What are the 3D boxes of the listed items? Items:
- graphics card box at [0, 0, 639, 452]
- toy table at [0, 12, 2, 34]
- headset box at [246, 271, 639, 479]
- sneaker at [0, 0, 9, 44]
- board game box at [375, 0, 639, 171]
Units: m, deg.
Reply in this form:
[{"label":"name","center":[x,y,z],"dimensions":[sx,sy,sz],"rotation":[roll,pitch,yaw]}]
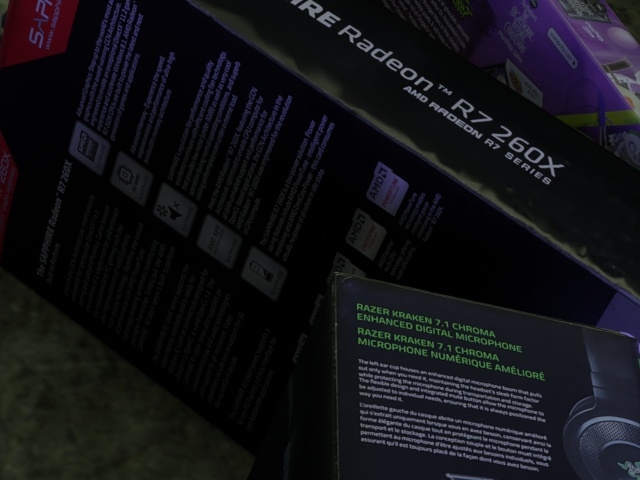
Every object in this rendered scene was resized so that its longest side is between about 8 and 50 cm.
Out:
[{"label":"graphics card box","center":[0.000,0.000,0.806],"dimensions":[0.371,0.233,0.094],"rotation":[35,41,15]},{"label":"toy table","center":[-0.318,-0.136,0.826],"dimensions":[0.274,0.252,0.161],"rotation":[17,23,6]},{"label":"headset box","center":[0.030,0.189,0.607],"dimensions":[0.131,0.246,0.283],"rotation":[12,41,-12]},{"label":"sneaker","center":[-0.224,-0.144,0.979],"dimensions":[0.296,0.112,0.131],"rotation":[21,23,-5]},{"label":"board game box","center":[0.112,-0.043,0.923],"dimensions":[0.056,0.208,0.347],"rotation":[-5,48,-28]}]
